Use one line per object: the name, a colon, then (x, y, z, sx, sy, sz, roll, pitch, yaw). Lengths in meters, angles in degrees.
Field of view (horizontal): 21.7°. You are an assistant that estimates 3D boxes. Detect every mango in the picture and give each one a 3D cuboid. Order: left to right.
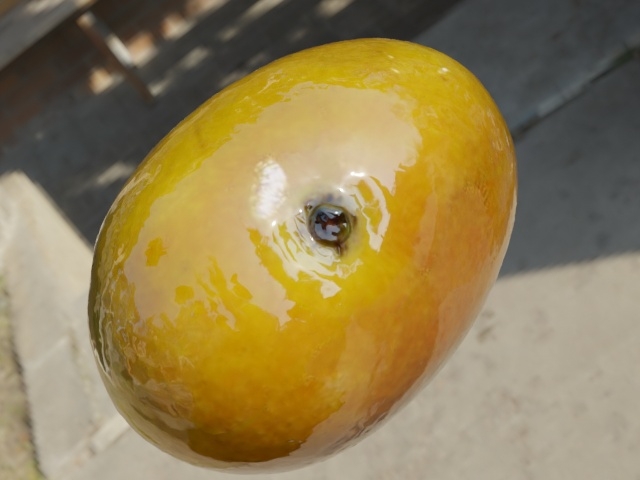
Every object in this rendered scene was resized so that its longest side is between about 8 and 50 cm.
mango: (0.004, -0.003, 0.679, 0.175, 0.139, 0.254, -42, 1, 26)
